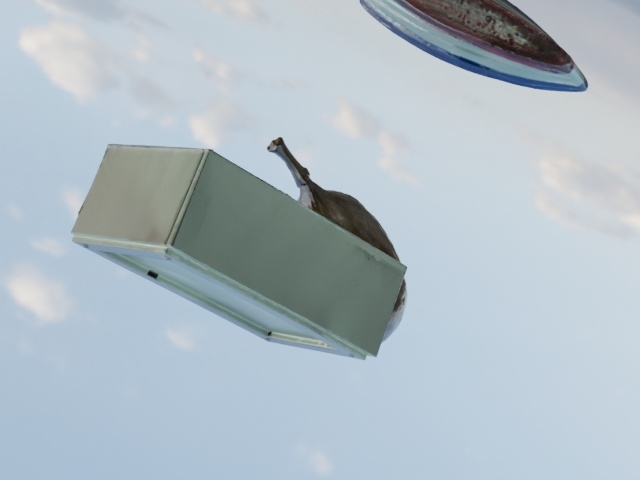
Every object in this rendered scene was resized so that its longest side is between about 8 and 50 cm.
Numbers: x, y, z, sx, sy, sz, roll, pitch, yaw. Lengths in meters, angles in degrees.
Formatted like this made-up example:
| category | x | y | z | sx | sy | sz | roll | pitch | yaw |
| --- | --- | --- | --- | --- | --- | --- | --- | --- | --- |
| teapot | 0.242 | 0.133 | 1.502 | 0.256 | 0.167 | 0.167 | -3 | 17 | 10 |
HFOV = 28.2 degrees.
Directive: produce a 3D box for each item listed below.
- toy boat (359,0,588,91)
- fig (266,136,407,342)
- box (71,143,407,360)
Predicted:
| category | x | y | z | sx | sy | sz | roll | pitch | yaw |
| --- | --- | --- | --- | --- | --- | --- | --- | --- | --- |
| toy boat | 0.138 | -0.193 | 1.144 | 0.229 | 0.080 | 0.046 | 31 | 173 | 20 |
| fig | 0.001 | -0.001 | 1.460 | 0.170 | 0.274 | 0.145 | 15 | -136 | 43 |
| box | -0.060 | 0.011 | 0.988 | 0.129 | 0.086 | 0.225 | 7 | 161 | 48 |
